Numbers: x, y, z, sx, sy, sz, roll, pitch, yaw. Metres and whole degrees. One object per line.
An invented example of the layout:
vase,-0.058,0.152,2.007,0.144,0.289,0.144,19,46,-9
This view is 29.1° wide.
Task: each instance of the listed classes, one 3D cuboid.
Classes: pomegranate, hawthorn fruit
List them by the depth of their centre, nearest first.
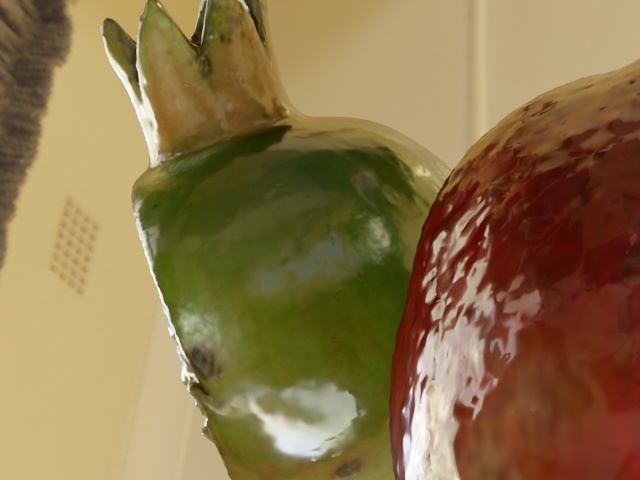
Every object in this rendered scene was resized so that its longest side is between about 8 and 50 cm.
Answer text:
hawthorn fruit,0.166,0.086,0.488,0.285,0.284,0.369,-23,-153,22
pomegranate,0.000,0.000,0.788,0.216,0.358,0.310,-16,-173,-1
